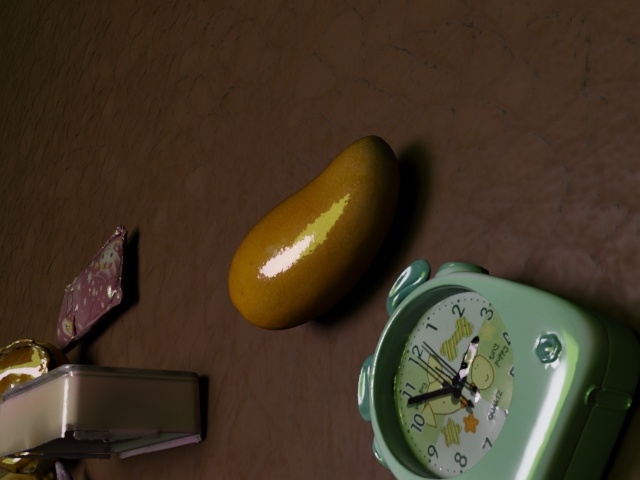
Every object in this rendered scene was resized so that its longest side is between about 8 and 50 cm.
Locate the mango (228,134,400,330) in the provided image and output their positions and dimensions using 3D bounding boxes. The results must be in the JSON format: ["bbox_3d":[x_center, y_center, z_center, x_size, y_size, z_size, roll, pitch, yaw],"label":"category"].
[{"bbox_3d":[0.000,0.000,0.652,0.184,0.085,0.102,-44,40,21],"label":"mango"}]

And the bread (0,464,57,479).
[{"bbox_3d":[-0.537,0.389,0.992,0.233,0.362,0.244,-30,55,45],"label":"bread"}]

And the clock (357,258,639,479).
[{"bbox_3d":[0.092,0.087,0.505,0.188,0.060,0.148,31,103,55],"label":"clock"}]

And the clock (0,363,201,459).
[{"bbox_3d":[-0.225,0.179,0.832,0.192,0.147,0.071,-26,61,47],"label":"clock"}]

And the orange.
[{"bbox_3d":[-0.363,0.209,1.035,0.160,0.112,0.169,38,103,22],"label":"orange"}]

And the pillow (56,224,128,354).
[{"bbox_3d":[-0.292,0.070,1.059,0.185,0.043,0.118,-35,47,38],"label":"pillow"}]

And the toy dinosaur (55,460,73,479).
[{"bbox_3d":[-0.260,0.363,0.874,0.294,0.077,0.162,33,99,39],"label":"toy dinosaur"}]
